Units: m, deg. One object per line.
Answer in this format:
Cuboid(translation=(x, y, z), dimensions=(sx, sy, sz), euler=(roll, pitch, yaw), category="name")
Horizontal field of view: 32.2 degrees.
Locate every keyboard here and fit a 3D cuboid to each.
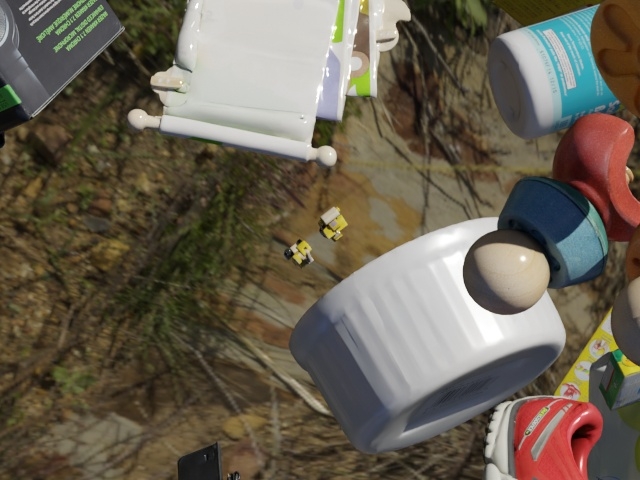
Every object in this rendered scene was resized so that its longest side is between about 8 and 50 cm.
Cuboid(translation=(-0.166, 0.396, 1.691), dimensions=(0.108, 0.023, 0.180), euler=(-25, 50, 19), category="keyboard")

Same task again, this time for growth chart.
Cuboid(translation=(-0.023, -0.163, 0.805), dimensions=(0.172, 0.021, 0.237), euler=(16, 71, 0), category="growth chart")

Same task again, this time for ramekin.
Cuboid(translation=(0.118, 0.108, 1.153), dimensions=(0.277, 0.277, 0.135), euler=(-29, 68, 5), category="ramekin")

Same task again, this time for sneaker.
Cuboid(translation=(0.192, 0.241, 0.898), dimensions=(0.118, 0.107, 0.279), euler=(-10, 47, 21), category="sneaker")

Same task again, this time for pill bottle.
Cuboid(translation=(0.368, -0.238, 1.476), dimensions=(0.264, 0.146, 0.146), euler=(-18, 75, -7), category="pill bottle")

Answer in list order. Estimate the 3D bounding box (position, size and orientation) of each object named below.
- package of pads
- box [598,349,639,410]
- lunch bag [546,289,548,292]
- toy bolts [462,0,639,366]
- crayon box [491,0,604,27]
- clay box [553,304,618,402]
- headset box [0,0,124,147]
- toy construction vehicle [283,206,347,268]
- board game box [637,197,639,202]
Cuboid(translation=(0.489, 0.317, 1.571), dimensions=(0.229, 0.101, 0.296), euler=(18, 116, 49), category="package of pads")
Cuboid(translation=(0.457, 0.157, 1.434), dimensions=(0.179, 0.105, 0.043), euler=(-14, 56, -7), category="box")
Cuboid(translation=(0.224, 0.146, 1.862), dimensions=(0.293, 0.258, 0.120), euler=(3, 57, -12), category="lunch bag")
Cuboid(translation=(0.179, -0.027, 0.712), dimensions=(0.158, 0.228, 0.218), euler=(-38, 102, -20), category="toy bolts")
Cuboid(translation=(0.432, -0.378, 1.585), dimensions=(0.319, 0.202, 0.081), euler=(-14, 59, 43), category="crayon box")
Cuboid(translation=(0.479, 0.219, 1.807), dimensions=(0.127, 0.053, 0.222), euler=(35, 101, 16), category="clay box")
Cuboid(translation=(-0.317, -0.181, 0.782), dimensions=(0.246, 0.283, 0.131), euler=(-14, 30, 35), category="headset box")
Cuboid(translation=(0.000, 0.000, 1.353), dimensions=(0.086, 0.098, 0.035), euler=(-37, 82, -14), category="toy construction vehicle")
Cuboid(translation=(0.513, 0.016, 1.495), dimensions=(0.170, 0.141, 0.048), euler=(20, 123, -19), category="board game box")
